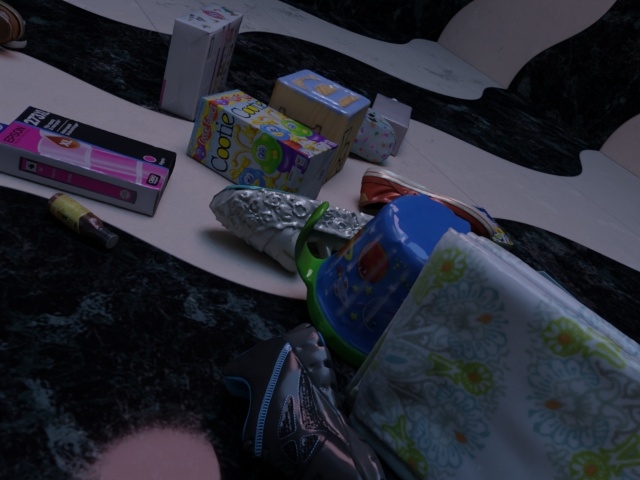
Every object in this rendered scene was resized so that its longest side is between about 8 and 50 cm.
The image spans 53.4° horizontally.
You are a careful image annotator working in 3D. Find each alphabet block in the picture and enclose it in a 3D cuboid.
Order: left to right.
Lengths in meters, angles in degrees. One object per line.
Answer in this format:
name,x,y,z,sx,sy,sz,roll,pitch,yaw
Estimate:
alphabet block,-0.020,-0.275,1.538,0.194,0.197,0.192,29,28,10

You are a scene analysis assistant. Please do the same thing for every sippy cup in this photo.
sippy cup,0.126,0.055,1.003,0.306,0.224,0.240,6,48,-28

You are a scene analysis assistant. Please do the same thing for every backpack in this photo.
backpack,0.118,-0.293,1.748,0.182,0.152,0.115,23,31,-28

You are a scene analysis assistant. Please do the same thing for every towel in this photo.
towel,0.221,0.209,0.764,0.374,0.320,0.090,40,26,29

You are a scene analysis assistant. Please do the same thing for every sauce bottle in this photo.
sauce bottle,-0.379,-0.030,1.018,0.128,0.042,0.042,31,29,18

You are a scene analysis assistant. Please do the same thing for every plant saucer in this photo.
plant saucer,0.554,0.131,1.457,0.067,0.018,0.192,0,35,-36

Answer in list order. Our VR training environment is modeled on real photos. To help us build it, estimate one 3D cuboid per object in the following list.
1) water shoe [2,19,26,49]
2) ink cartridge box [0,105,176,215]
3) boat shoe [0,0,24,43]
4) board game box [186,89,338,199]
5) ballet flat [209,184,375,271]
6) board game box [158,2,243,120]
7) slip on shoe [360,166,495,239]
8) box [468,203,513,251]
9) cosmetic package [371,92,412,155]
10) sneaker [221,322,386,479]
water shoe,-0.782,-0.538,1.547,0.203,0.080,0.073,33,29,18
ink cartridge box,-0.462,-0.159,1.161,0.371,0.069,0.175,15,29,-11
boat shoe,-0.836,-0.508,1.444,0.308,0.110,0.104,15,32,5
board game box,-0.128,-0.198,1.382,0.275,0.144,0.142,31,30,15
ballet flat,0.000,0.000,1.167,0.409,0.147,0.147,10,31,-21
board game box,-0.301,-0.466,1.629,0.098,0.224,0.303,20,28,-1
slip on shoe,0.242,-0.064,1.477,0.332,0.101,0.123,22,-11,-1
box,0.401,-0.022,1.565,0.059,0.054,0.169,11,31,-22
cosmetic package,0.202,-0.360,1.949,0.127,0.107,0.238,24,25,1
sneaker,-0.014,0.259,0.754,0.140,0.125,0.340,-18,45,-13
